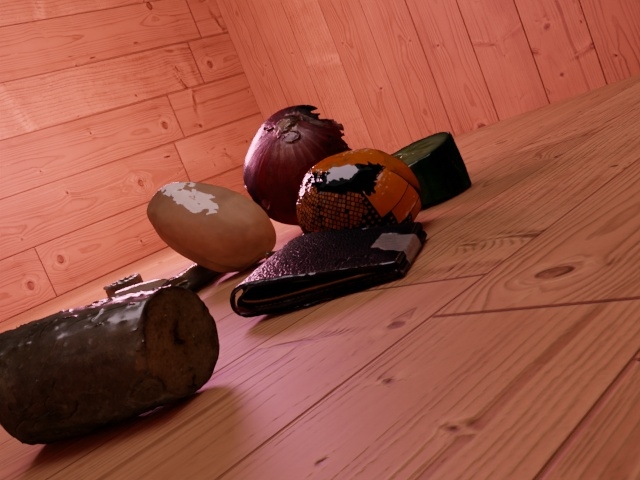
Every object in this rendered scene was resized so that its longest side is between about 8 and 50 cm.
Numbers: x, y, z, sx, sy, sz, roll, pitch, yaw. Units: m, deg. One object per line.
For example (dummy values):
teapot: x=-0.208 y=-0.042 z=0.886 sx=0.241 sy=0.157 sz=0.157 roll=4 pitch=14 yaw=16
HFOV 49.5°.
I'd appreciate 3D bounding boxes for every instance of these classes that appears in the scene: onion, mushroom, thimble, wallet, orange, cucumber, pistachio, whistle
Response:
onion: x=-0.052 y=-0.188 z=1.850 sx=0.341 sy=0.341 sz=0.341 roll=-22 pitch=7 yaw=3
mushroom: x=-0.407 y=0.133 z=1.558 sx=0.209 sy=0.071 sz=0.084 roll=-23 pitch=12 yaw=-33
thimble: x=-0.532 y=0.135 z=1.894 sx=0.110 sy=0.062 sz=0.084 roll=-22 pitch=9 yaw=4
wallet: x=0.018 y=0.033 z=1.049 sx=0.262 sy=0.071 sz=0.221 roll=-12 pitch=10 yaw=21
orange: x=0.069 y=-0.071 z=1.245 sx=0.234 sy=0.182 sz=0.234 roll=-9 pitch=8 yaw=1
cucumber: x=0.224 y=-0.138 z=1.482 sx=0.191 sy=0.130 sz=0.191 roll=-27 pitch=11 yaw=6
pistachio: x=-0.244 y=-0.032 z=1.582 sx=0.299 sy=0.187 sz=0.187 roll=23 pitch=18 yaw=8
whistle: x=-0.281 y=0.073 z=1.634 sx=0.068 sy=0.057 sz=0.326 roll=-19 pitch=8 yaw=19

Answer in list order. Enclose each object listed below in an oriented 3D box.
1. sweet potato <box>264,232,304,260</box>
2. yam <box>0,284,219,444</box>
sweet potato: x=0.000 y=0.000 z=1.342 sx=0.274 sy=0.067 sz=0.067 roll=-22 pitch=6 yaw=-42
yam: x=-0.254 y=0.141 z=0.771 sx=0.254 sy=0.154 sz=0.154 roll=-16 pitch=9 yaw=13
